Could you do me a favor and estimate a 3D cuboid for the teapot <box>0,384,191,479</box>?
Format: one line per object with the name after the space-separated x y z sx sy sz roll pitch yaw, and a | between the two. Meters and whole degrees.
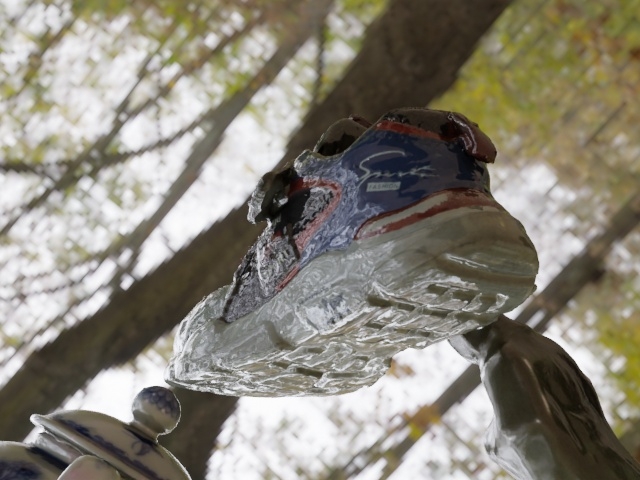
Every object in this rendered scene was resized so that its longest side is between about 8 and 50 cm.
-0.188 0.235 1.271 0.252 0.280 0.424 30 169 4 | teapot

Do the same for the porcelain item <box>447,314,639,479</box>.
0.120 0.102 0.830 0.081 0.069 0.216 -16 -116 -49 | porcelain item

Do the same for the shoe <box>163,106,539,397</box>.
0.001 0.000 0.779 0.099 0.227 0.126 7 -115 -42 | shoe
